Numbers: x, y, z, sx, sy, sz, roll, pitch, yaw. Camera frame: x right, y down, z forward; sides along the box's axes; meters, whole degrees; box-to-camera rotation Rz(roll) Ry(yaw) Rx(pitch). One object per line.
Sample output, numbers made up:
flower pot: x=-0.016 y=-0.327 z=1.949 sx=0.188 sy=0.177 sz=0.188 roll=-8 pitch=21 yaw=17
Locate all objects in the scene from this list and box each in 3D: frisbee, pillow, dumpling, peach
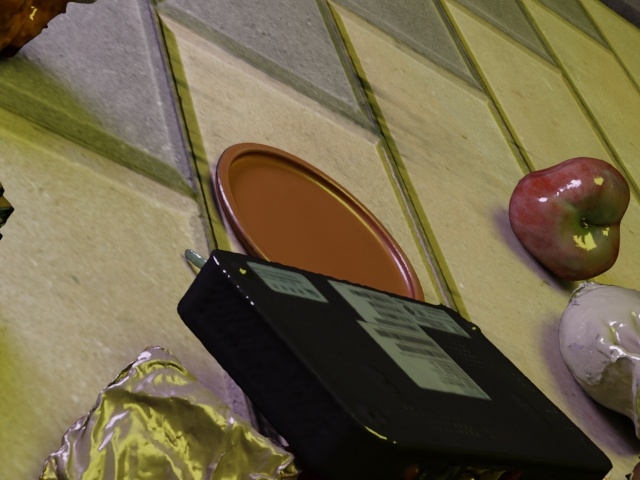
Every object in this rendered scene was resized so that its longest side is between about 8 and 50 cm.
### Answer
frisbee: x=0.000 y=0.000 z=1.357 sx=0.251 sy=0.021 sz=0.251 roll=35 pitch=26 yaw=-19
pillow: x=-0.051 y=0.183 z=0.882 sx=0.248 sy=0.049 sz=0.135 roll=43 pitch=55 yaw=2
dumpling: x=0.338 y=0.136 z=1.553 sx=0.247 sy=0.142 sz=0.172 roll=-84 pitch=158 yaw=-69
peach: x=0.310 y=-0.033 z=1.753 sx=0.152 sy=0.152 sz=0.152 roll=34 pitch=25 yaw=-19

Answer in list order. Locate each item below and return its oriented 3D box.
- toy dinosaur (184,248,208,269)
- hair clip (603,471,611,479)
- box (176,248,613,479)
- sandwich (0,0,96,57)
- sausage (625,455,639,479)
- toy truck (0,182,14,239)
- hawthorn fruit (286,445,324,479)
toy dinosaur: x=0.023 y=0.138 z=1.102 sx=0.383 sy=0.076 sz=0.129 roll=48 pitch=18 yaw=3
hair clip: x=0.289 y=0.265 z=1.329 sx=0.214 sy=0.056 sz=0.062 roll=43 pitch=39 yaw=21
box: x=0.067 y=0.110 z=1.063 sx=0.211 sy=0.058 sz=0.350 roll=44 pitch=16 yaw=34
sandwich: x=-0.312 y=-0.269 z=1.153 sx=0.301 sy=0.162 sz=0.250 roll=24 pitch=34 yaw=-30
sausage: x=0.422 y=0.241 z=1.543 sx=0.082 sy=0.082 sz=0.371 roll=51 pitch=24 yaw=18
toy truck: x=-0.304 y=-0.100 z=0.932 sx=0.257 sy=0.127 sz=0.127 roll=51 pitch=24 yaw=11
hawthorn fruit: x=-0.015 y=0.185 z=0.968 sx=0.081 sy=0.081 sz=0.093 roll=43 pitch=53 yaw=1
